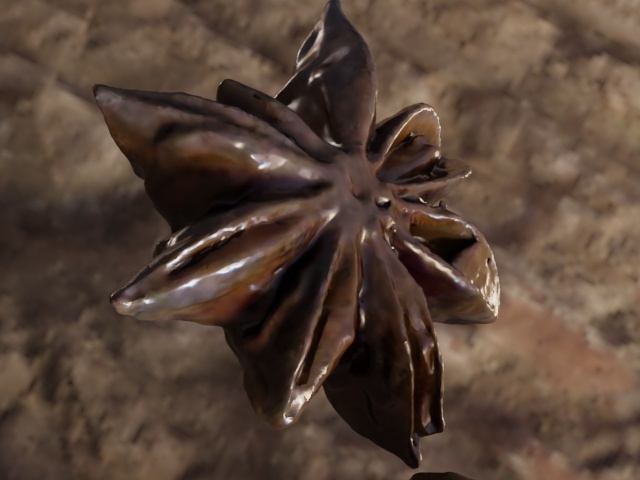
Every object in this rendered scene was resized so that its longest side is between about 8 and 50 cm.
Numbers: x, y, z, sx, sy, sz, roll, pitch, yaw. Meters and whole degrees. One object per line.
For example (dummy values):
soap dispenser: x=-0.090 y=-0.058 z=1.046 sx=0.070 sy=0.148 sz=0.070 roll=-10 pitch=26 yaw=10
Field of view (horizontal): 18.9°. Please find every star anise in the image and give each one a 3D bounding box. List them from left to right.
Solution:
star anise: x=-0.010 y=-0.016 z=1.181 sx=0.315 sy=0.108 sz=0.315 roll=16 pitch=-122 yaw=-27

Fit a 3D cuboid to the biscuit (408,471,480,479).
biscuit: x=0.193 y=0.320 z=1.133 sx=0.368 sy=0.394 sz=0.076 roll=19 pitch=-130 yaw=19
